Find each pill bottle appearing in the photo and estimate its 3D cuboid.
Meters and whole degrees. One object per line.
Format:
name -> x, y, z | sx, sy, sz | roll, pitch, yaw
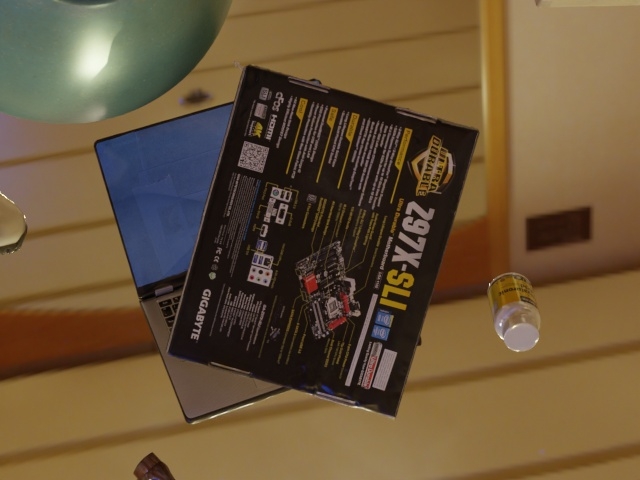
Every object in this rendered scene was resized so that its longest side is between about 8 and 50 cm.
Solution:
pill bottle -> 0.268, 0.100, 1.635 | 0.065, 0.065, 0.116 | -5, -149, 2

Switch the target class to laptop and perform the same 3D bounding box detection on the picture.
laptop -> -0.098, 0.005, 1.829 | 0.381, 0.236, 0.408 | -18, -132, -13

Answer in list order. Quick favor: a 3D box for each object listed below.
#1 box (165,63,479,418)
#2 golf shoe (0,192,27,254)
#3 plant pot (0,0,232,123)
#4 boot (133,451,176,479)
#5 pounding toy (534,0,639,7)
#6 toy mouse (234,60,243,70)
box -> 0.000, 0.000, 1.267 | 0.257, 0.322, 0.079 | 15, -176, -4
golf shoe -> -0.399, -0.076, 1.226 | 0.120, 0.273, 0.105 | -46, -139, 12
plant pot -> -0.186, -0.233, 0.886 | 0.290, 0.290, 0.195 | -16, -171, -14
boot -> -0.143, 0.274, 1.168 | 0.114, 0.106, 0.037 | 43, -123, 14
pounding toy -> 0.216, -0.314, 1.068 | 0.181, 0.094, 0.206 | -4, -115, -13
toy mouse -> -0.037, -0.117, 1.357 | 0.031, 0.161, 0.143 | -26, -133, 44
